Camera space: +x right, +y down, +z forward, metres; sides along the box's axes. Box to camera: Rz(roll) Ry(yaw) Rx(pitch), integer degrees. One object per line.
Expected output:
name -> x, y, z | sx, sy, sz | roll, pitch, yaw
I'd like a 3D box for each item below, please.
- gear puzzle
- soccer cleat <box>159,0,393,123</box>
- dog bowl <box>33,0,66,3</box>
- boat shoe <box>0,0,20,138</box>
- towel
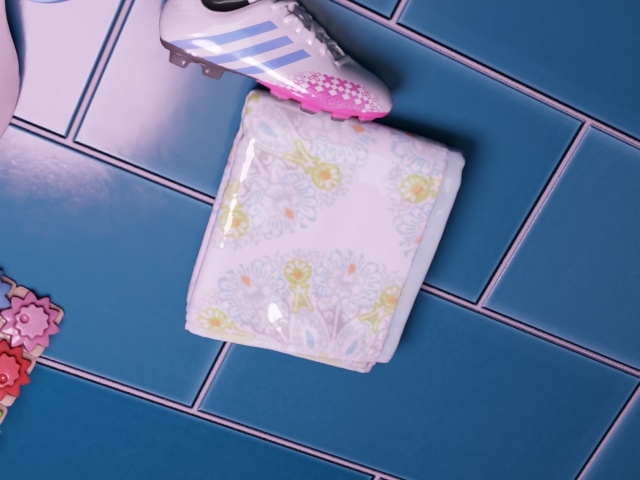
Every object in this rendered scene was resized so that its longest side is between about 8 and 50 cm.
gear puzzle -> -0.498, 0.198, 1.457 | 0.175, 0.044, 0.339 | 34, 68, -20
soccer cleat -> -0.042, -0.257, 1.387 | 0.331, 0.116, 0.143 | 16, 111, -15
dog bowl -> -0.331, -0.428, 1.291 | 0.165, 0.074, 0.297 | 7, 113, -12
boat shoe -> -0.475, -0.267, 1.330 | 0.158, 0.127, 0.341 | 35, 135, 22
towel -> 0.000, 0.000, 1.525 | 0.320, 0.090, 0.375 | 14, 111, -15
